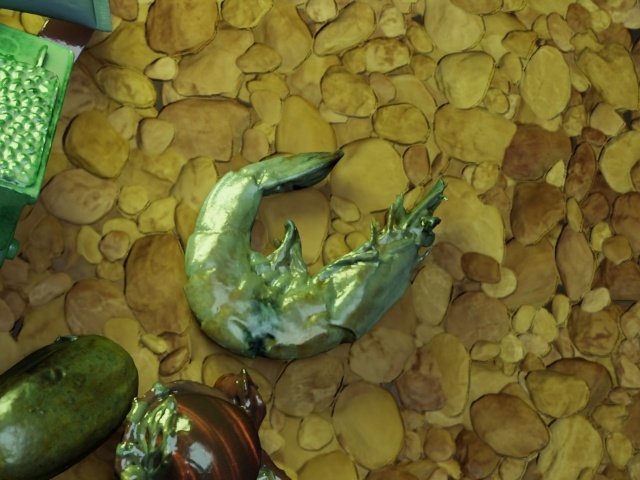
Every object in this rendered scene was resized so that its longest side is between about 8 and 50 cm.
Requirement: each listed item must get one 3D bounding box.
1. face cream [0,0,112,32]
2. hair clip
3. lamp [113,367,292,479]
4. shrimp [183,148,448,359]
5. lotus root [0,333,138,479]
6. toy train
[{"bbox_3d":[-0.363,-0.294,1.722,0.385,0.086,0.135,-3,83,-52],"label":"face cream"},{"bbox_3d":[-0.291,-0.243,1.908,0.054,0.022,0.137,33,69,-15],"label":"hair clip"},{"bbox_3d":[-0.118,0.244,1.782,0.223,0.151,0.215,-20,101,-27],"label":"lamp"},{"bbox_3d":[0.000,0.000,1.944,0.360,0.085,0.247,-29,83,-21],"label":"shrimp"},{"bbox_3d":[-0.288,0.183,1.741,0.241,0.124,0.123,-38,100,-44],"label":"lotus root"},{"bbox_3d":[-0.361,-0.084,1.731,0.145,0.202,0.266,19,44,-15],"label":"toy train"}]
